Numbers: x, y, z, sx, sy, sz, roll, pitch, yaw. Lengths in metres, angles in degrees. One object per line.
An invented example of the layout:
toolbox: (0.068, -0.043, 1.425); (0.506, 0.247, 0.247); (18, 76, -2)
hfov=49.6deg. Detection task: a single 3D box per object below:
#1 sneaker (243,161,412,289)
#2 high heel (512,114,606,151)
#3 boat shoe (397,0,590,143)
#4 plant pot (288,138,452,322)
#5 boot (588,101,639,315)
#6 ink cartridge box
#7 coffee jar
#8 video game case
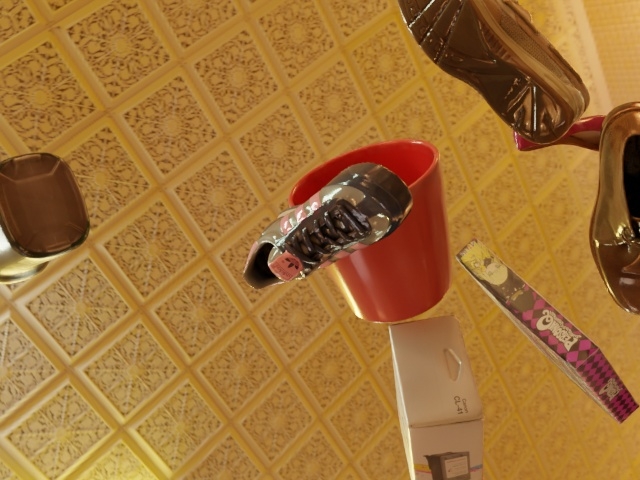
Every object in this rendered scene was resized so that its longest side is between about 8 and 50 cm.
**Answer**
sneaker: (0.000, 0.000, 0.944); (0.112, 0.319, 0.131); (46, -122, -9)
high heel: (0.454, -0.172, 1.227); (0.243, 0.082, 0.117); (21, -115, -15)
boat shoe: (0.219, -0.258, 0.886); (0.302, 0.109, 0.098); (46, -124, 6)
plant pot: (0.106, -0.009, 1.202); (0.274, 0.274, 0.243); (-33, -62, -25)
boot: (0.409, -0.016, 0.903); (0.115, 0.112, 0.306); (-59, -41, -56)
ink cartridge box: (0.210, 0.318, 1.255); (0.131, 0.226, 0.306); (-10, -48, 3)
coffee jar: (-0.293, -0.015, 0.677); (0.079, 0.184, 0.096); (-19, -90, -38)
video game case: (0.286, 0.115, 0.869); (0.042, 0.210, 0.232); (-44, -43, 5)
